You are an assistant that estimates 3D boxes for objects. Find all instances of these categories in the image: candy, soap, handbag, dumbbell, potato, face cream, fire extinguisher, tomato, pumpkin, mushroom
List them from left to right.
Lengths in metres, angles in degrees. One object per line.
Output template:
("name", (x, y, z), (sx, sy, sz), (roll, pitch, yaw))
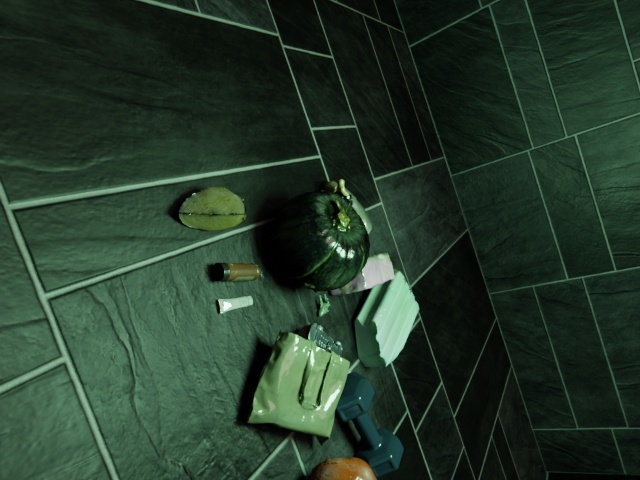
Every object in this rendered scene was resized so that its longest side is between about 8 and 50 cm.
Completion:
("potato", (-0.286, -0.074, 1.160), (0.171, 0.089, 0.101), (-5, 56, -26))
("face cream", (-0.224, 0.166, 1.180), (0.115, 0.020, 0.038), (-2, 79, -54))
("fire extinguisher", (-0.214, 0.083, 1.210), (0.062, 0.050, 0.177), (44, 20, 28))
("handbag", (-0.051, 0.405, 1.235), (0.315, 0.109, 0.254), (36, 64, -37))
("pumpkin", (0.000, 0.000, 1.384), (0.323, 0.241, 0.324), (27, 46, -31))
("tomato", (0.059, 0.691, 1.194), (0.208, 0.208, 0.185), (40, 26, -40))
("mushroom", (0.108, -0.122, 1.742), (0.270, 0.103, 0.118), (54, 32, -11))
("candy", (0.148, 0.117, 1.632), (0.265, 0.155, 0.116), (-8, 82, -57))
("dumbbell", (0.139, 0.586, 1.424), (0.325, 0.144, 0.160), (62, 36, -16))
("soap", (0.246, 0.305, 1.697), (0.208, 0.114, 0.347), (58, 43, -23))

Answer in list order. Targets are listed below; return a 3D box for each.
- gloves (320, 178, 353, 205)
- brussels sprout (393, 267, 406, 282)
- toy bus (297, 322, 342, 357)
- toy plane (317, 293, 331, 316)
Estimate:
("gloves", (0.061, -0.120, 1.607), (0.124, 0.164, 0.204), (60, 49, -64))
("brussels sprout", (0.314, 0.177, 1.915), (0.180, 0.100, 0.139), (21, 41, -31))
("toy bus", (-0.005, 0.323, 1.382), (0.174, 0.077, 0.079), (46, 47, -34))
("toy plane", (0.013, 0.220, 1.496), (0.083, 0.033, 0.080), (-69, 146, -43))
